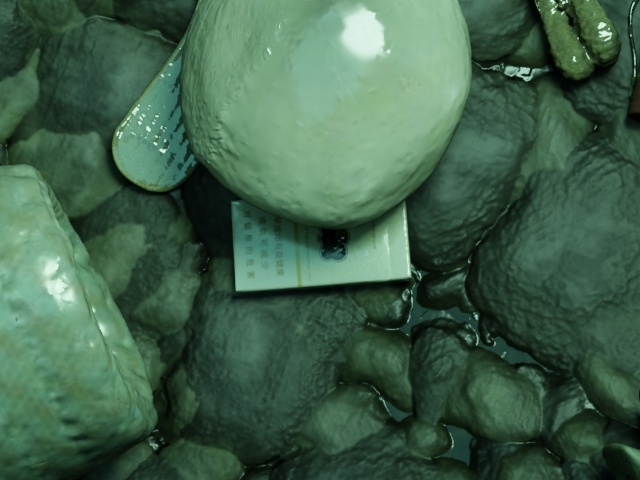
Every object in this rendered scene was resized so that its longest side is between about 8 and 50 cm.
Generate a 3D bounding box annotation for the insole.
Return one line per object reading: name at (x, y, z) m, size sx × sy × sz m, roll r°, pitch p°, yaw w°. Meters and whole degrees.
insole at (-0.090, -0.202, 1.455) m, size 0.119 × 0.009 × 0.348 m, roll 32°, pitch 85°, yaw -3°

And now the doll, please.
doll at (0.203, -0.304, 1.418) m, size 0.286 × 0.091 × 0.202 m, roll 42°, pitch 120°, yaw 21°

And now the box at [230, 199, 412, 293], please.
box at (0.000, 0.000, 1.415) m, size 0.167 × 0.024 × 0.090 m, roll -4°, pitch 79°, yaw 5°

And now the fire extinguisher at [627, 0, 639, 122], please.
fire extinguisher at (0.321, -0.188, 1.409) m, size 0.078 × 0.045 × 0.157 m, roll 11°, pitch 82°, yaw 30°

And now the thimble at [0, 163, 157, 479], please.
thimble at (-0.277, 0.079, 1.305) m, size 0.195 × 0.291 × 0.291 m, roll -23°, pitch 79°, yaw -3°

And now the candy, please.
candy at (0.003, -0.159, 1.355) m, size 0.295 × 0.185 × 0.295 m, roll 0°, pitch 72°, yaw 1°

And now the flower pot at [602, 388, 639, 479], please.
flower pot at (0.355, 0.305, 1.259) m, size 0.254 × 0.164 × 0.367 m, roll 10°, pitch 80°, yaw 2°
